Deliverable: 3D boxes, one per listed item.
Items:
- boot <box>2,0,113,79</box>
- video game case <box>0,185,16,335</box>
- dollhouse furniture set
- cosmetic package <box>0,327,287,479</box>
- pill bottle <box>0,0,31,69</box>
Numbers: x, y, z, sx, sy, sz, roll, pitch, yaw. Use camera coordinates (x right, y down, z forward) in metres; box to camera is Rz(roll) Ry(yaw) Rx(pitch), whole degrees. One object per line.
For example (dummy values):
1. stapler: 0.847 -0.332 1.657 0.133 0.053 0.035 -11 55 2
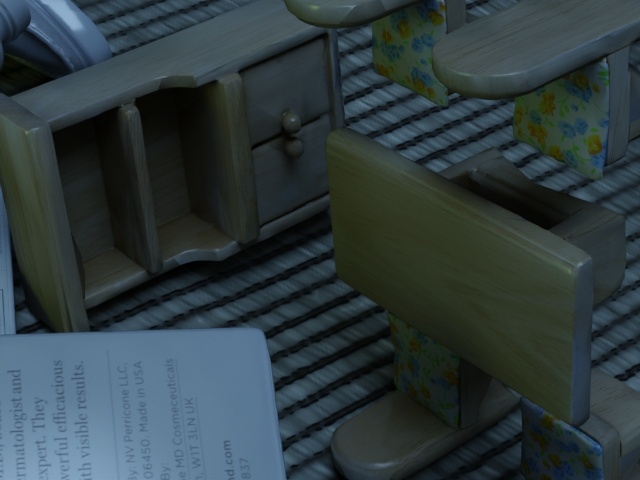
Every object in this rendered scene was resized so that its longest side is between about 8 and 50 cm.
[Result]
1. boot: -0.295 -0.168 1.189 0.258 0.095 0.123 31 63 15
2. video game case: -0.324 0.005 1.081 0.210 0.042 0.232 -2 57 -15
3. dollhouse furniture set: 0.000 0.000 0.989 0.256 0.362 0.394 -27 39 -29
4. cosmetic package: -0.260 0.174 0.869 0.453 0.230 0.162 -1 58 -14
5. pill bottle: -0.283 -0.126 1.085 0.087 0.087 0.160 36 66 11
